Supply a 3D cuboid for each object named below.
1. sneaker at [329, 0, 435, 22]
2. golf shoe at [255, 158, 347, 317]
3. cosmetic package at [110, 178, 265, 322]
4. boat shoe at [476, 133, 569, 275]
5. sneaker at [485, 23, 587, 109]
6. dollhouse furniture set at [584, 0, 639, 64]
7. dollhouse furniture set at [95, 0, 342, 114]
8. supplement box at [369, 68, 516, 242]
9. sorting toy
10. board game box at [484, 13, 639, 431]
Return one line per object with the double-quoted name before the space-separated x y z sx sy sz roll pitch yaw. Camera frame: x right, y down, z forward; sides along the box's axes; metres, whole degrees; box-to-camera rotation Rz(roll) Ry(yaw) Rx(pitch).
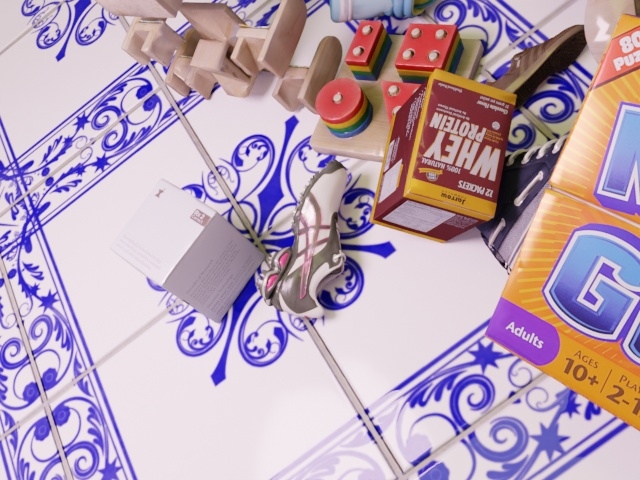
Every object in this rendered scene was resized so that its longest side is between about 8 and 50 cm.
"sneaker" 0.126 -0.520 1.459 0.208 0.127 0.319 2 48 3
"golf shoe" 0.000 0.000 1.268 0.120 0.105 0.273 22 81 16
"cosmetic package" -0.224 0.019 1.299 0.151 0.184 0.151 29 80 34
"boat shoe" 0.329 -0.104 1.059 0.158 0.127 0.340 54 128 38
"sneaker" 0.356 -0.301 1.254 0.188 0.066 0.071 -41 54 1
"dollhouse furniture set" 0.423 -0.336 1.182 0.173 0.303 0.356 -6 93 32
"dollhouse furniture set" -0.191 -0.446 1.382 0.362 0.394 0.256 14 78 34
"supplement box" 0.179 -0.119 1.135 0.129 0.194 0.191 16 77 -9
"sorting toy" 0.122 -0.271 1.337 0.257 0.089 0.255 12 71 30
"board game box" 0.461 0.011 0.794 0.356 0.356 0.356 31 112 34
